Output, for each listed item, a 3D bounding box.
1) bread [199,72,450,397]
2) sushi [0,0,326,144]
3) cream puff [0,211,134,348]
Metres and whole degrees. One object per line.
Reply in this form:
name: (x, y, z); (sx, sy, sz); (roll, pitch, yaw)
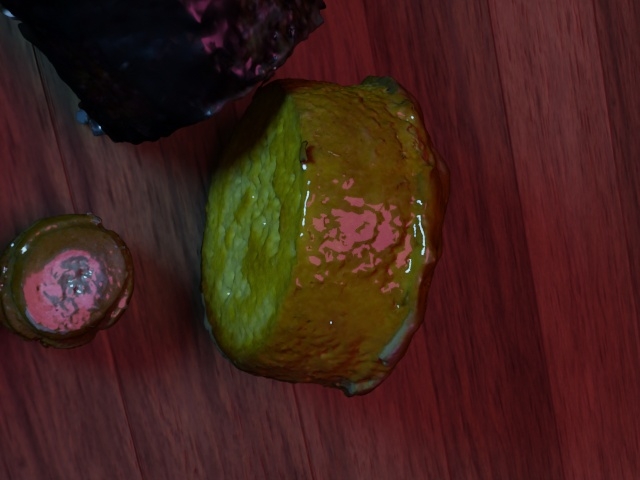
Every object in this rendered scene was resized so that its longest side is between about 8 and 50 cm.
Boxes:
bread: (0.000, 0.000, 1.358); (0.215, 0.398, 0.398); (8, 88, -24)
sushi: (-0.184, -0.286, 1.245); (0.299, 0.281, 0.294); (-53, 128, -30)
cream puff: (-0.291, 0.047, 1.291); (0.165, 0.115, 0.150); (-7, 91, -28)
